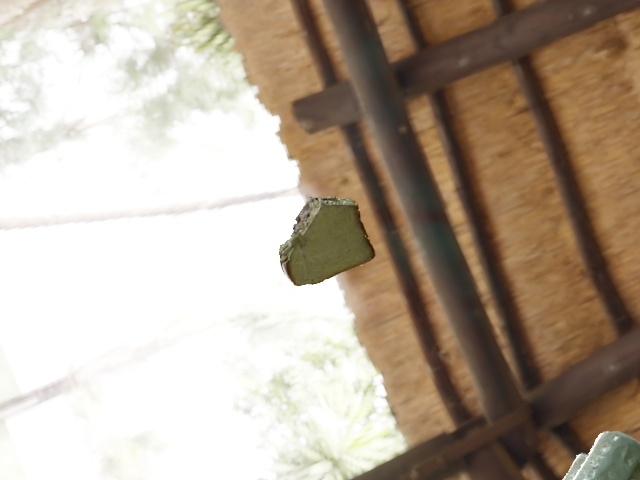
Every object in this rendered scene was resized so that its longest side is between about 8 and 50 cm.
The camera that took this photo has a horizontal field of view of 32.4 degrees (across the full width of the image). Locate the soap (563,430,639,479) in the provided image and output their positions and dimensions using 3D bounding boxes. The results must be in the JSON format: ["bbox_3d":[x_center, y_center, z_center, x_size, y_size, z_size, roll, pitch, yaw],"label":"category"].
[{"bbox_3d":[0.133,0.203,0.540,0.114,0.198,0.063,37,-26,12],"label":"soap"}]

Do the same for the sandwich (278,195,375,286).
[{"bbox_3d":[0.000,0.000,1.182,0.093,0.105,0.036,64,-4,-29],"label":"sandwich"}]
